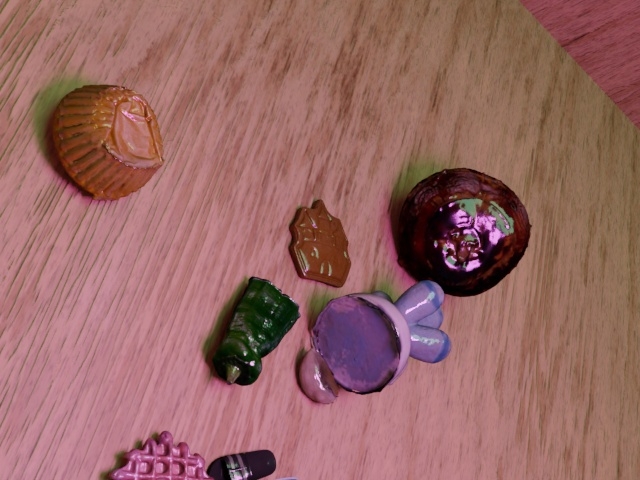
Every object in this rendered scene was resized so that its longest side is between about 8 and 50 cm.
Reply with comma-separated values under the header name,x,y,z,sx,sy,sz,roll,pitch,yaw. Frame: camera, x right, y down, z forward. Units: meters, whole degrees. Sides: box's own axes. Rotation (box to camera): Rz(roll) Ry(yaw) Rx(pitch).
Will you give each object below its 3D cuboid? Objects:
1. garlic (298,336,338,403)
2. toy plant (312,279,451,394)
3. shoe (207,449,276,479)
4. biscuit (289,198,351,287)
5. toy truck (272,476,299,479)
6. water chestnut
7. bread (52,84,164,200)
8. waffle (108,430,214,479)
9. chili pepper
name,x,y,z,sx,sy,sz,roll,pitch,yaw
garlic,-0.013,0.300,2.081,0.152,0.066,0.084,61,15,-11
toy plant,0.172,0.202,2.192,0.332,0.247,0.247,-16,84,-51
shoe,-0.147,0.453,1.882,0.179,0.049,0.071,-5,75,-46
biscuit,0.002,-0.001,2.244,0.182,0.034,0.215,17,61,-40
toy truck,-0.081,0.617,1.794,0.136,0.162,0.305,9,60,-54
water chestnut,0.359,-0.023,2.461,0.350,0.350,0.302,64,1,-2
bread,-0.410,-0.203,1.850,0.240,0.139,0.240,24,53,-37
waffle,-0.288,0.471,1.730,0.221,0.055,0.234,58,42,-9
chili pepper,-0.142,0.201,1.964,0.136,0.099,0.270,57,38,-22
